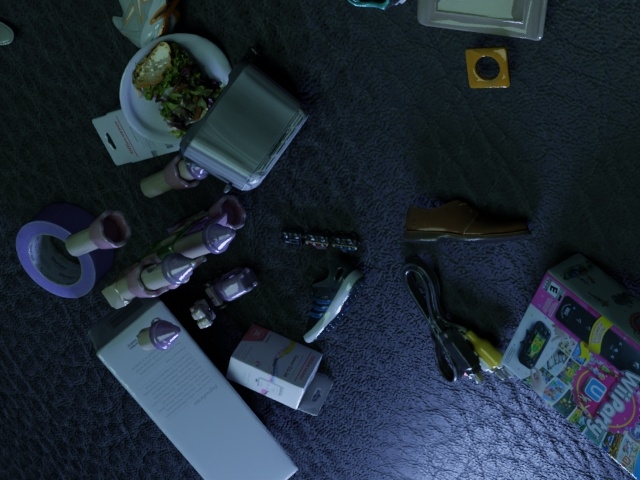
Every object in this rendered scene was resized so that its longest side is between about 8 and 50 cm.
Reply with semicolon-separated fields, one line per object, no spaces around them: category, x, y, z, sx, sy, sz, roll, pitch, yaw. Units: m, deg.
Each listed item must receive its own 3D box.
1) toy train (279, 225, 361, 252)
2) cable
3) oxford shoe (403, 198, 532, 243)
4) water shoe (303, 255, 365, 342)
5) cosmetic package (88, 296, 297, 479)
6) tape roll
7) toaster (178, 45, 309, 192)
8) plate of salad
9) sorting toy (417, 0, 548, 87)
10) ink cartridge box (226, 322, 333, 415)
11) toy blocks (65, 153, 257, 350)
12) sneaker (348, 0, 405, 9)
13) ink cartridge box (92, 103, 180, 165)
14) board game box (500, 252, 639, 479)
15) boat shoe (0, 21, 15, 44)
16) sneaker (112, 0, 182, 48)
toy train;0.000;0.000;1.735;0.158;0.027;0.036;6;128;21
cable;0.231;0.154;1.737;0.287;0.072;0.139;57;144;-3
oxford shoe;0.246;-0.032;1.580;0.212;0.076;0.076;3;84;11
water shoe;0.014;0.109;1.790;0.080;0.073;0.203;47;127;17
cosmetic package;-0.263;0.323;1.926;0.453;0.161;0.230;53;169;-15
tape roll;-0.527;0.020;1.955;0.189;0.080;0.189;12;127;17
toaster;-0.120;-0.191;1.568;0.146;0.227;0.129;35;171;-7
plate of salad;-0.237;-0.249;1.589;0.048;0.200;0.199;-131;33;-50
sorting toy;0.236;-0.387;1.353;0.196;0.047;0.347;14;127;20
ink cartridge box;-0.073;0.257;1.888;0.198;0.115;0.067;23;128;7
toy blocks;-0.220;0.020;1.679;0.260;0.288;0.309;-19;110;39
sneaker;0.047;-0.387;1.417;0.167;0.076;0.065;16;127;14
ink cartridge box;-0.311;-0.208;1.712;0.180;0.060;0.104;-10;118;29
board game box;0.469;0.204;1.541;0.303;0.097;0.224;41;135;28
boat shoe;-0.616;-0.382;1.747;0.125;0.038;0.046;9;84;12
sneaker;-0.277;-0.422;1.531;0.121;0.099;0.262;32;128;7
